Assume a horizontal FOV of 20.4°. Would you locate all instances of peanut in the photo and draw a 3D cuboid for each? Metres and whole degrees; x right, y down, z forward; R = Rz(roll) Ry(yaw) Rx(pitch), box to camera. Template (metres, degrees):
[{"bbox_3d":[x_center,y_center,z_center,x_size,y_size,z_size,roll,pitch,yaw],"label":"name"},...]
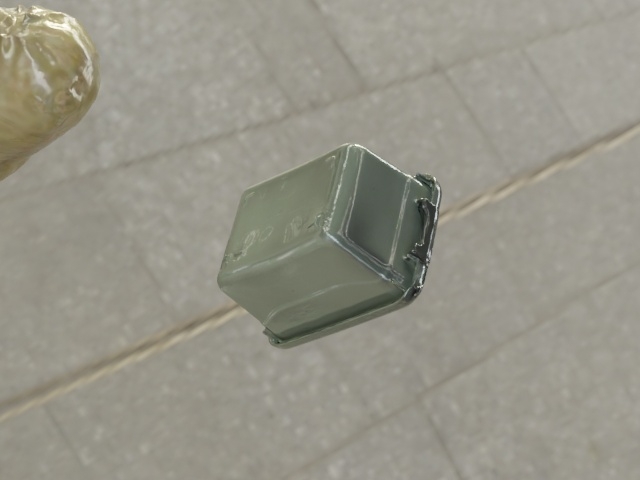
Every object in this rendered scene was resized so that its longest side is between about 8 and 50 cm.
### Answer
[{"bbox_3d":[-0.211,-0.087,1.113,0.099,0.214,0.090,17,67,-25],"label":"peanut"}]

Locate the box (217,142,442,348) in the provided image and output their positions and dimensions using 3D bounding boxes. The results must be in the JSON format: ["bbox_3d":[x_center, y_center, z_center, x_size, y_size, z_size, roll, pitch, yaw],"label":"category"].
[{"bbox_3d":[0.000,0.000,1.374,0.093,0.172,0.124,35,51,-30],"label":"box"}]
